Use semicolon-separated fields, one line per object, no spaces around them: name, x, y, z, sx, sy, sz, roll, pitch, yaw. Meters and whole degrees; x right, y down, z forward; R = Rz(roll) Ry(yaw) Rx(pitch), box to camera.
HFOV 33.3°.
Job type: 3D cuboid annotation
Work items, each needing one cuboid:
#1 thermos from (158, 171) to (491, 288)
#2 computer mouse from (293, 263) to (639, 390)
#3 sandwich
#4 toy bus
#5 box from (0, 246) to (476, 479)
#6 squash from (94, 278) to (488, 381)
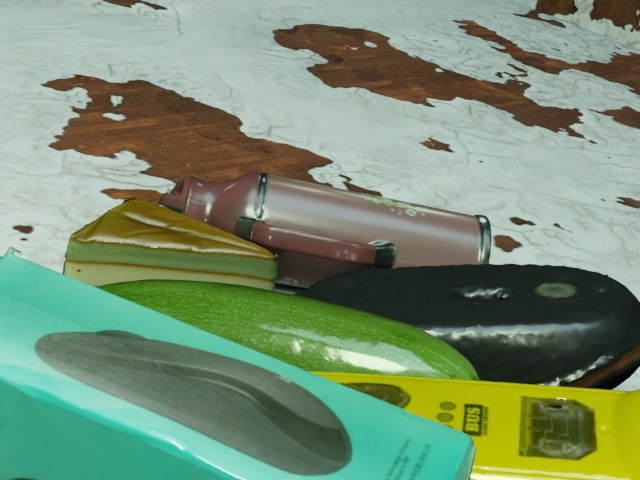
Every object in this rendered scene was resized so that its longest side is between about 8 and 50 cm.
thermos;-0.002;0.005;1.076;0.330;0.109;0.136;11;36;-6
computer mouse;0.127;0.094;0.937;0.323;0.116;0.183;-1;14;3
sandwich;-0.137;0.035;0.982;0.163;0.079;0.113;23;29;16
toy bus;0.130;0.171;0.678;0.330;0.152;0.144;2;26;11
box;-0.093;0.160;0.597;0.311;0.205;0.118;21;24;13
squash;-0.042;0.092;0.816;0.395;0.107;0.107;9;24;14
